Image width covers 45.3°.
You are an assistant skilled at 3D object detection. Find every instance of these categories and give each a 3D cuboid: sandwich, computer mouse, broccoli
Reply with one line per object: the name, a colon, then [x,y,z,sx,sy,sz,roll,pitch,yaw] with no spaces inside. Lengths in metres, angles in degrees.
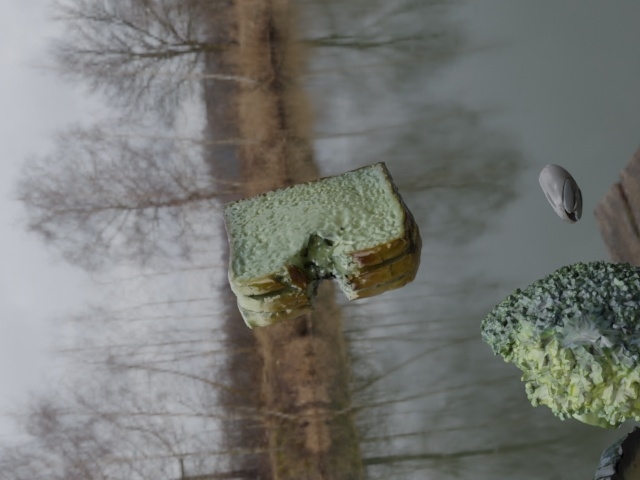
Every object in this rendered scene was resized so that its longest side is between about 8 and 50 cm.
sandwich: [0.000,0.001,1.100,0.249,0.273,0.095,-103,-3,-59]
computer mouse: [0.345,-0.070,1.087,0.039,0.066,0.096,-38,42,27]
broccoli: [0.299,0.107,0.787,0.176,0.226,0.198,-51,21,18]

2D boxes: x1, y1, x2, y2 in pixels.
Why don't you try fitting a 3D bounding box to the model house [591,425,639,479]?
model house: [0.534,0.639,1.376,0.445,0.395,0.400,-47,-10,-50]
